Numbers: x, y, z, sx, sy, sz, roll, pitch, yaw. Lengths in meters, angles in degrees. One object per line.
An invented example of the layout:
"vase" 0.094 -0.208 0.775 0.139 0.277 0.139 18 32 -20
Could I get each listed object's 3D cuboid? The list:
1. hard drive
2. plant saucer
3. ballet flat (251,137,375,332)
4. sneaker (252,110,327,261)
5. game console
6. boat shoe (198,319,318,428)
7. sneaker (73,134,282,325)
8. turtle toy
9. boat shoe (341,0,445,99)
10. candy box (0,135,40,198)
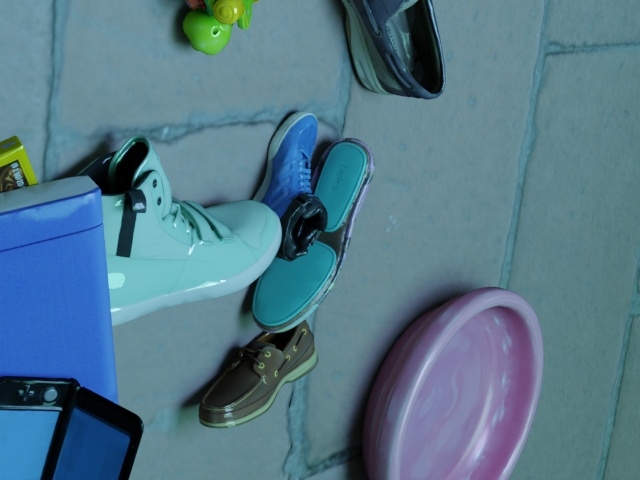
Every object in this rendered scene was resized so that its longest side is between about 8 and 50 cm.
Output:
"hard drive" -0.267 0.119 1.185 0.210 0.040 0.318 -15 121 -25
"plant saucer" 0.157 0.210 1.830 0.332 0.084 0.332 -27 126 -45
"ballet flat" 0.000 0.000 1.536 0.221 0.077 0.079 -66 164 -7
"sneaker" -0.018 -0.051 1.465 0.058 0.085 0.152 38 75 -54
"game console" -0.215 0.177 1.175 0.107 0.071 0.122 7 110 -35
"boat shoe" -0.067 0.131 1.511 0.178 0.064 0.060 -37 128 -47
"sneaker" -0.123 -0.026 1.320 0.256 0.094 0.151 -23 131 -44
"turtle toy" -0.090 -0.225 1.300 0.095 0.066 0.130 -56 152 -61
"boat shoe" 0.067 -0.257 1.474 0.103 0.092 0.285 -47 139 -30
"candy box" -0.257 0.025 1.188 0.105 0.027 0.205 -24 125 -13
